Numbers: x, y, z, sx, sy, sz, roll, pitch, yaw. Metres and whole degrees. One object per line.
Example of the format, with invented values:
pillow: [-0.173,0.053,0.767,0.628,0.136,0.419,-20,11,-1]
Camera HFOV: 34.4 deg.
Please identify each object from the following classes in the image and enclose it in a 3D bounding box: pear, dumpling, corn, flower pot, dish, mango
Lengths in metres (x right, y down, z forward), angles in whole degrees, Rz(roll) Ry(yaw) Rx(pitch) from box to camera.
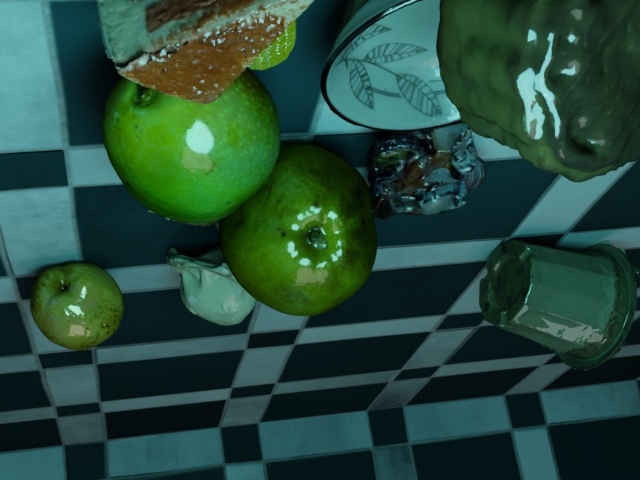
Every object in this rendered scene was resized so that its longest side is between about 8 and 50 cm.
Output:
pear: [-0.457,0.116,1.924,0.178,0.178,0.178,-8,158,-3]
dumpling: [-0.207,0.073,1.945,0.193,0.147,0.258,21,166,8]
corn: [-0.061,-0.268,1.227,0.085,0.063,0.165,-22,160,-17]
flower pot: [0.488,0.119,2.192,0.259,0.290,0.290,14,151,-24]
dish: [0.146,-0.259,1.289,0.317,0.106,0.316,-11,157,-5]
mango: [-0.164,-0.123,1.374,0.225,0.201,0.382,-15,162,-4]
pear: [-0.032,-0.015,1.604,0.269,0.269,0.321,-5,-179,-10]

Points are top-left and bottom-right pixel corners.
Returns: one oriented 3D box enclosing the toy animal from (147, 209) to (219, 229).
toy animal: [-0.179,-0.048,1.727,0.220,0.069,0.086,1,175,-20]

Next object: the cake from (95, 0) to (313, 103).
cake: [-0.091,-0.261,1.120,0.262,0.158,0.160,-17,161,15]

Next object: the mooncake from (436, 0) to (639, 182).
mooncake: [0.290,-0.232,1.101,0.324,0.187,0.323,-17,125,-26]

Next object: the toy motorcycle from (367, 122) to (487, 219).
toy motorcycle: [0.173,-0.125,1.592,0.207,0.134,0.401,-8,160,-4]
